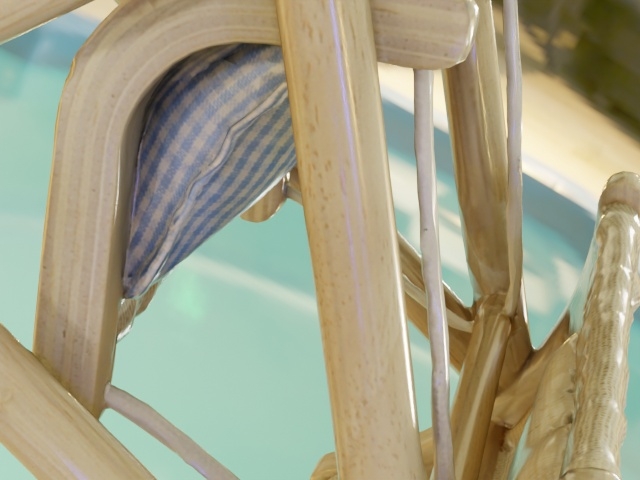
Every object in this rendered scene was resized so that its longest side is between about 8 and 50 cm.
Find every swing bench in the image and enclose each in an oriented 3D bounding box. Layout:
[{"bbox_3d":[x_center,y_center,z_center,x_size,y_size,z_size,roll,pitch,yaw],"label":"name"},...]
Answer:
[{"bbox_3d":[0.000,0.000,0.469,0.255,0.165,0.253,64,17,-12],"label":"swing bench"}]
